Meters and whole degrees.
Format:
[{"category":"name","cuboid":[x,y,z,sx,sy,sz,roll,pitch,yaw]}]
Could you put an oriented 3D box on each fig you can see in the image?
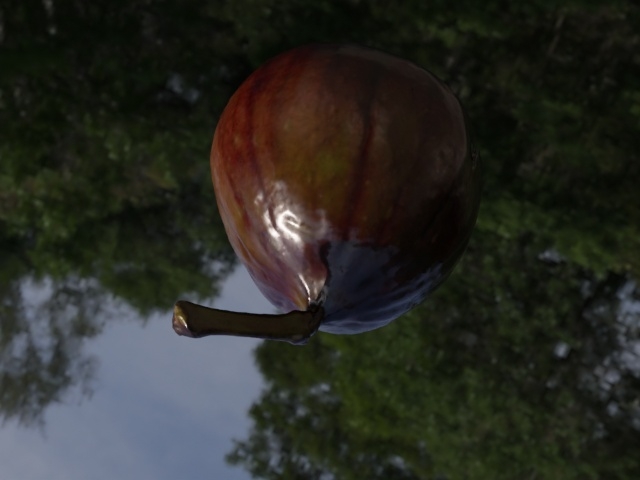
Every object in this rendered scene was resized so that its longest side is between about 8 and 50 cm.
[{"category":"fig","cuboid":[0.017,-0.004,0.888,0.186,0.204,0.250,-1,-129,7]}]
